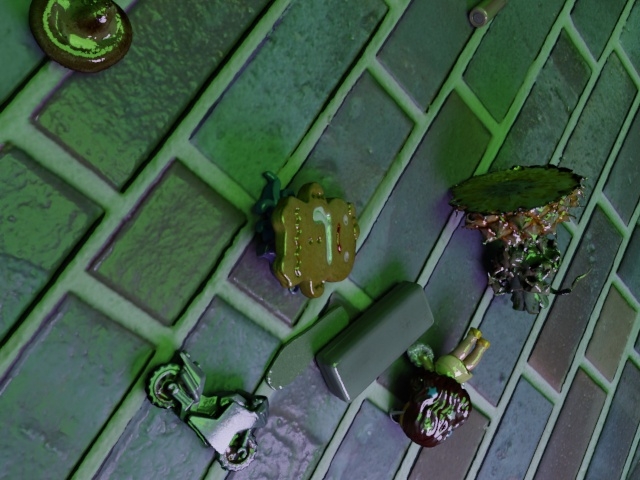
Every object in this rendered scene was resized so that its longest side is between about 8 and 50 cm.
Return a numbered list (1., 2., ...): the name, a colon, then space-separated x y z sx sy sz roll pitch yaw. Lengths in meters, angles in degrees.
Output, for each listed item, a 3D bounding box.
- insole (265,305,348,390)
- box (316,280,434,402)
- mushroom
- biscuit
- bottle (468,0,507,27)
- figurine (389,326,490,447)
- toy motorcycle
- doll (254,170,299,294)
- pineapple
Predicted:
1. insole: -0.022 0.181 1.004 0.192 0.010 0.063 -39 111 -28
2. box: 0.104 0.178 1.055 0.243 0.055 0.103 -36 117 -27
3. mushroom: -0.314 -0.282 0.770 0.126 0.085 0.109 33 108 -31
4. biscuit: 0.003 0.000 0.945 0.248 0.035 0.184 1 88 -60
5. bottle: 0.354 -0.491 1.230 0.096 0.045 0.045 -45 113 -27
6. figurine: 0.233 0.275 1.109 0.174 0.115 0.240 44 67 -26
7. toy motorcycle: -0.156 0.247 0.877 0.215 0.080 0.122 50 65 -18
8. doll: -0.061 -0.013 0.947 0.109 0.067 0.206 -3 79 -44
9. pineapple: 0.406 0.011 1.180 0.262 0.262 0.272 -29 117 -30
